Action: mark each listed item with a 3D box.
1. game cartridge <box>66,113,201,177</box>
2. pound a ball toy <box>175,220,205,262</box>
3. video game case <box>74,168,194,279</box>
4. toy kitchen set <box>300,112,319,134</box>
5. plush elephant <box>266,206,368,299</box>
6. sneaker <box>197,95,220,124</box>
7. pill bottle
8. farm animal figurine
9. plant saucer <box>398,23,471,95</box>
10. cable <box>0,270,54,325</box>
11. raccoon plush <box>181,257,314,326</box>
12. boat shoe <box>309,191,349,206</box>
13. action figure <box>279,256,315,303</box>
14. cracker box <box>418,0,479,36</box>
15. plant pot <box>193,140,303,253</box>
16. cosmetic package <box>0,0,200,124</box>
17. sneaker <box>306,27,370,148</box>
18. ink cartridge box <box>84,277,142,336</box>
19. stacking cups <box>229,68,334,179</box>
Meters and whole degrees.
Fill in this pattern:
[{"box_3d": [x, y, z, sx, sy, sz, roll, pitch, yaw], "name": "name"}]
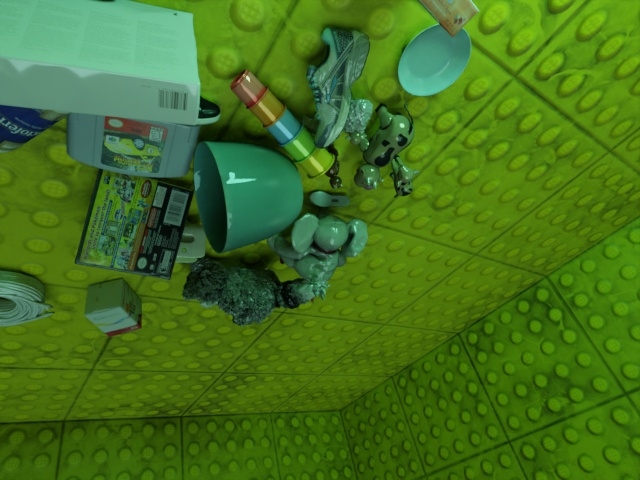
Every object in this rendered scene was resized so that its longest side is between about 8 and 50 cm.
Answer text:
[{"box_3d": [-0.470, -0.251, 1.051, 0.294, 0.060, 0.196, 6, 142, -27], "name": "game cartridge"}, {"box_3d": [-0.544, -0.001, 1.306, 0.319, 0.135, 0.208, 3, 168, -28], "name": "pound a ball toy"}, {"box_3d": [-0.512, -0.045, 1.161, 0.248, 0.035, 0.274, 15, 93, -30], "name": "video game case"}, {"box_3d": [-0.017, -0.306, 1.149, 0.083, 0.068, 0.075, 21, 151, -2], "name": "toy kitchen set"}, {"box_3d": [0.000, 0.000, 1.396, 0.272, 0.330, 0.255, 14, 116, -24], "name": "plush elephant"}, {"box_3d": [-0.328, -0.347, 0.955, 0.217, 0.079, 0.121, 6, 139, -25], "name": "sneaker"}, {"box_3d": [-0.656, -0.277, 0.862, 0.265, 0.153, 0.153, -26, 142, 13], "name": "pill bottle"}, {"box_3d": [0.175, -0.234, 1.214, 0.331, 0.172, 0.326, 3, 139, -24], "name": "farm animal figurine"}, {"box_3d": [0.287, -0.467, 1.070, 0.195, 0.037, 0.195, -10, 144, -8], "name": "plant saucer"}, {"box_3d": [-1.054, 0.191, 1.366, 0.257, 0.089, 0.257, -18, 142, 3], "name": "cable"}, {"box_3d": [-0.265, 0.133, 1.473, 0.447, 0.216, 0.299, -26, 140, 26], "name": "raccoon plush"}, {"box_3d": [0.027, -0.133, 1.396, 0.142, 0.049, 0.040, 5, 177, -19], "name": "boat shoe"}, {"box_3d": [-0.049, 0.149, 1.660, 0.092, 0.139, 0.280, -28, 144, 16], "name": "action figure"}, {"box_3d": [0.195, -0.517, 0.808, 0.156, 0.232, 0.067, 22, 129, -39], "name": "cracker box"}, {"box_3d": [-0.190, -0.128, 1.137, 0.235, 0.293, 0.293, -12, 145, -29], "name": "plant pot"}, {"box_3d": [-0.421, -0.346, 0.753, 0.378, 0.284, 0.097, 1, 141, -21], "name": "cosmetic package"}, {"box_3d": [0.015, -0.369, 1.013, 0.122, 0.110, 0.282, 11, 110, -17], "name": "sneaker"}, {"box_3d": [-0.748, 0.244, 1.515, 0.128, 0.128, 0.176, -14, 144, -4], "name": "ink cartridge box"}, {"box_3d": [-0.094, -0.298, 1.066, 0.096, 0.096, 0.316, -33, 122, 21], "name": "stacking cups"}]
